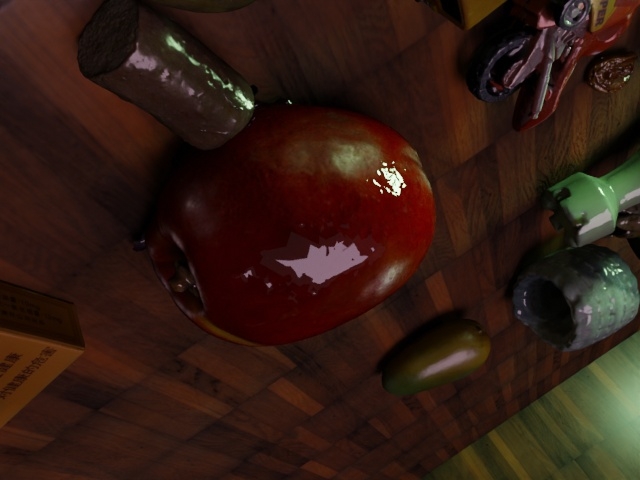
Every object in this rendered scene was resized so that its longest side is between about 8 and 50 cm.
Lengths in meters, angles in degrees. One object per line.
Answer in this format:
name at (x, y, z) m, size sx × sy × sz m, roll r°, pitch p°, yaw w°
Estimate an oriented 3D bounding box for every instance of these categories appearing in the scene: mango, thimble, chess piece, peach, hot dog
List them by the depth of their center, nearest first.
peach at (0.000, 0.000, 0.580) m, size 0.362 × 0.201 × 0.257 m, roll -9°, pitch 136°, yaw -26°
hot dog at (0.428, -0.247, 0.778) m, size 0.083 × 0.035 × 0.058 m, roll -18°, pitch 138°, yaw -21°
chess piece at (0.554, -0.104, 0.931) m, size 0.299 × 0.194 × 0.194 m, roll -28°, pitch 145°, yaw 6°
thimble at (0.534, 0.125, 1.143) m, size 0.172 × 0.204 × 0.250 m, roll -24°, pitch 160°, yaw -14°
mango at (0.245, 0.253, 1.155) m, size 0.251 × 0.114 × 0.156 m, roll -20°, pitch 154°, yaw 1°

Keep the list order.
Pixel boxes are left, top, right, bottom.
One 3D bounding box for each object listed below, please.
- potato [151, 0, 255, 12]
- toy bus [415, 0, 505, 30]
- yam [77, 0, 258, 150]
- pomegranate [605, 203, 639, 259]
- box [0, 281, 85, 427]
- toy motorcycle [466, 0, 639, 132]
potato at (-0.118, -0.223, 0.305) m, size 0.149 × 0.113 × 0.251 m, roll -14°, pitch 161°, yaw 41°
toy bus at (0.170, -0.291, 0.461) m, size 0.201 × 0.114 × 0.098 m, roll -37°, pitch 145°, yaw 4°
yam at (-0.123, -0.134, 0.444) m, size 0.084 × 0.084 × 0.127 m, roll -45°, pitch 143°, yaw 14°
pomegranate at (0.699, -0.053, 1.084) m, size 0.242 × 0.306 × 0.242 m, roll 22°, pitch 90°, yaw -86°
box at (-0.397, 0.103, 0.506) m, size 0.174 × 0.076 × 0.274 m, roll -42°, pitch 143°, yaw 8°
toy motorcycle at (0.299, -0.267, 0.609) m, size 0.171 × 0.089 × 0.298 m, roll 13°, pitch 124°, yaw -47°
